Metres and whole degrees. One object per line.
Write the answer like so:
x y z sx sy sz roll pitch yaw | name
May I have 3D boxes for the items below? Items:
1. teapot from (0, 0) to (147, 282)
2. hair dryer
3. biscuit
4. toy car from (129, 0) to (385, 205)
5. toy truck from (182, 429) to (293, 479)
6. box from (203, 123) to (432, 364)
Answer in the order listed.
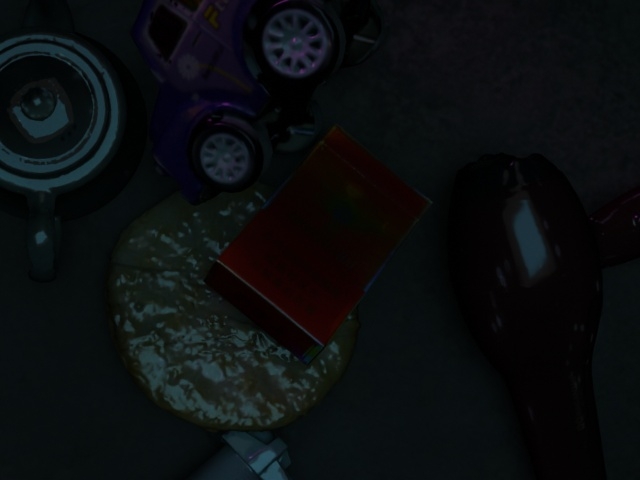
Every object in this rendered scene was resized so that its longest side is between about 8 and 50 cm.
-0.213 -0.087 0.917 0.162 0.149 0.239 2 88 -11 | teapot
0.282 0.033 1.042 0.340 0.123 0.313 -24 104 -20 | hair dryer
-0.070 0.051 0.978 0.219 0.033 0.220 4 73 -12 | biscuit
-0.059 -0.149 0.920 0.158 0.172 0.235 37 112 3 | toy car
-0.103 0.274 0.957 0.256 0.108 0.140 -41 83 -10 | toy truck
0.000 0.000 0.967 0.112 0.048 0.175 39 59 1 | box
